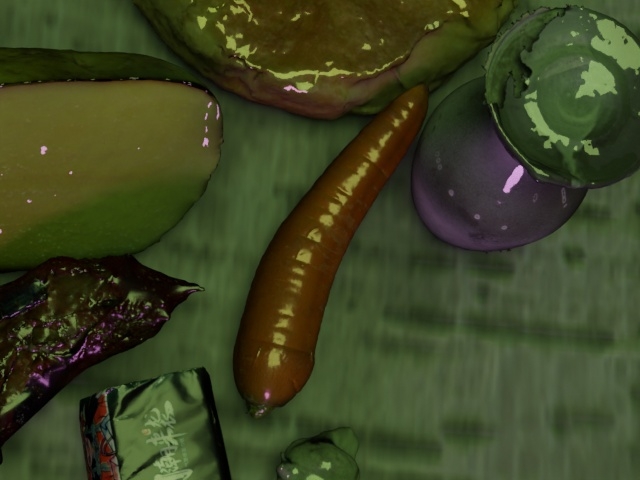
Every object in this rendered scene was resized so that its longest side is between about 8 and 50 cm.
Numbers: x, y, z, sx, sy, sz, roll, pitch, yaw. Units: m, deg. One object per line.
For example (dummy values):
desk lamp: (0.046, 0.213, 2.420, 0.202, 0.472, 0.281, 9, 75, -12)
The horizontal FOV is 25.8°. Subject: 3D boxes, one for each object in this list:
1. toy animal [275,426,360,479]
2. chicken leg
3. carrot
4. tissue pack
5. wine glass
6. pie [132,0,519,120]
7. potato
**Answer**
toy animal: (0.010, 0.238, 0.946, 0.121, 0.094, 0.225, 3, 79, 0)
chicken leg: (-0.194, 0.074, 0.938, 0.234, 0.063, 0.105, -39, 73, -4)
carrot: (0.000, -0.001, 1.002, 0.062, 0.066, 0.271, 30, 75, -25)
tissue pack: (-0.104, 0.177, 0.929, 0.090, 0.103, 0.170, -11, 81, -19)
wine glass: (0.135, -0.064, 0.947, 0.126, 0.241, 0.126, 2, 80, -10)
pie: (0.008, -0.247, 1.045, 0.339, 0.083, 0.339, 2, 81, -11)
potato: (-0.211, -0.071, 0.952, 0.272, 0.160, 0.111, -7, 44, -19)
